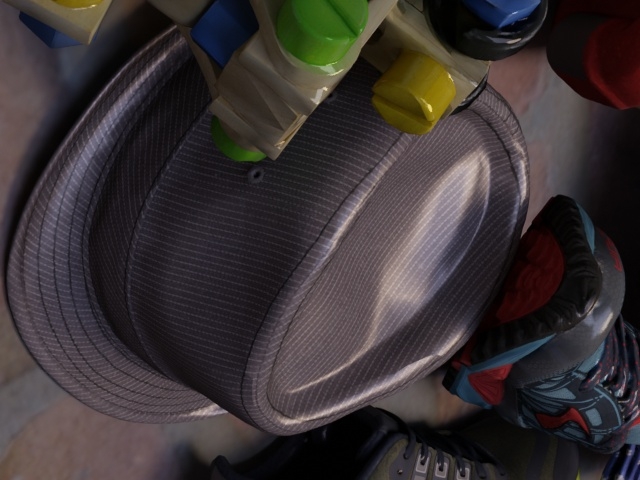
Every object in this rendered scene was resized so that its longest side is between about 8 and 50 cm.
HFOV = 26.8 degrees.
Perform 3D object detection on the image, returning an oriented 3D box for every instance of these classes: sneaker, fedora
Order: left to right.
[{"bbox_3d":[0.000,0.000,0.651,0.275,0.124,0.244,-43,135,-13],"label":"fedora"},{"bbox_3d":[0.051,0.149,0.805,0.300,0.111,0.121,-17,117,-39],"label":"sneaker"},{"bbox_3d":[0.148,0.057,0.740,0.104,0.125,0.262,-61,173,-9],"label":"sneaker"}]

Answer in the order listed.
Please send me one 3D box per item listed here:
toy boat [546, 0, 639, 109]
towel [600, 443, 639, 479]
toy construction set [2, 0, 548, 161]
[{"bbox_3d":[0.175,-0.191,0.703,0.151,0.151,0.231,28,96,-18],"label":"toy boat"},{"bbox_3d":[0.261,0.045,0.926,0.243,0.040,0.336,-21,132,-61],"label":"towel"},{"bbox_3d":[0.015,-0.168,0.545,0.215,0.151,0.328,37,79,-3],"label":"toy construction set"}]
